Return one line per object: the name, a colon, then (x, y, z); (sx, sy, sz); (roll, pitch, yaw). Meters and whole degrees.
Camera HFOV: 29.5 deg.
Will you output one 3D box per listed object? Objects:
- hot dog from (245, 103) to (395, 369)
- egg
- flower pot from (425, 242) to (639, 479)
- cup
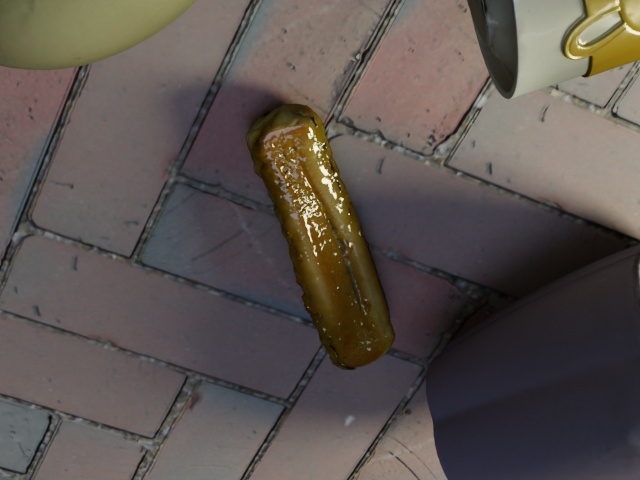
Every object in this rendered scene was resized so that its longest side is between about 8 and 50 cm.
hot dog: (0.001, -0.001, 1.141); (0.083, 0.068, 0.289); (-27, 122, -12)
egg: (-0.181, -0.237, 0.863); (0.269, 0.219, 0.219); (-34, 122, 1)
flower pot: (0.242, 0.156, 1.163); (0.243, 0.265, 0.265); (-18, 126, 23)
cup: (0.215, -0.240, 0.908); (0.226, 0.185, 0.241); (-11, 124, -1)
